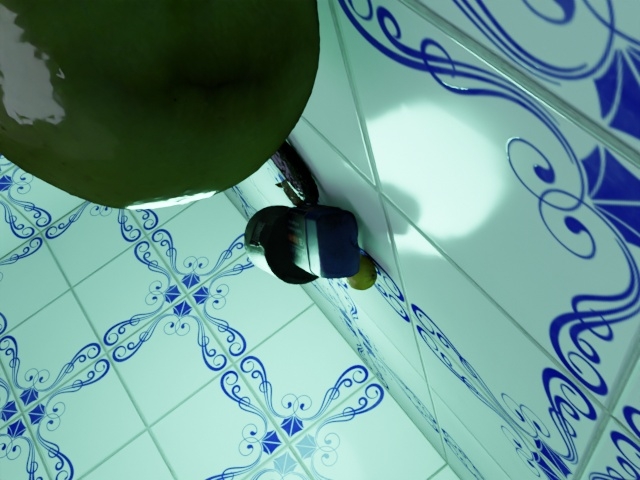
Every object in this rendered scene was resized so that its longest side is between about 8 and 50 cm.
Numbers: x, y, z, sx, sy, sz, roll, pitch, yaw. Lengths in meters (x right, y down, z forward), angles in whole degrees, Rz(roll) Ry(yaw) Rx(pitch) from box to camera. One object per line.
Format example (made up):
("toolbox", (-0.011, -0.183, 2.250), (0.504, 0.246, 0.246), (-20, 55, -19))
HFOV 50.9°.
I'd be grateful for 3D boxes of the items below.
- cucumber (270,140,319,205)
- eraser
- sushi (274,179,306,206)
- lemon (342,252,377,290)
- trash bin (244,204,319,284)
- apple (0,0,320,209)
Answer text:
("cucumber", (-0.077, -0.184, 1.532), (0.245, 0.067, 0.067), (52, 171, -3))
("eraser", (0.000, 0.000, 1.546), (0.332, 0.102, 0.154), (-158, 62, -76))
("sushi", (-0.068, -0.127, 1.738), (0.055, 0.052, 0.120), (41, -174, -48))
("lemon", (0.086, 0.071, 1.580), (0.111, 0.082, 0.082), (44, 167, 42))
("trash bin", (-0.086, 0.005, 1.849), (0.252, 0.202, 0.301), (15, 180, -16))
("apple", (-0.215, -0.257, 0.775), (0.473, 0.474, 0.473), (52, 171, 12))
